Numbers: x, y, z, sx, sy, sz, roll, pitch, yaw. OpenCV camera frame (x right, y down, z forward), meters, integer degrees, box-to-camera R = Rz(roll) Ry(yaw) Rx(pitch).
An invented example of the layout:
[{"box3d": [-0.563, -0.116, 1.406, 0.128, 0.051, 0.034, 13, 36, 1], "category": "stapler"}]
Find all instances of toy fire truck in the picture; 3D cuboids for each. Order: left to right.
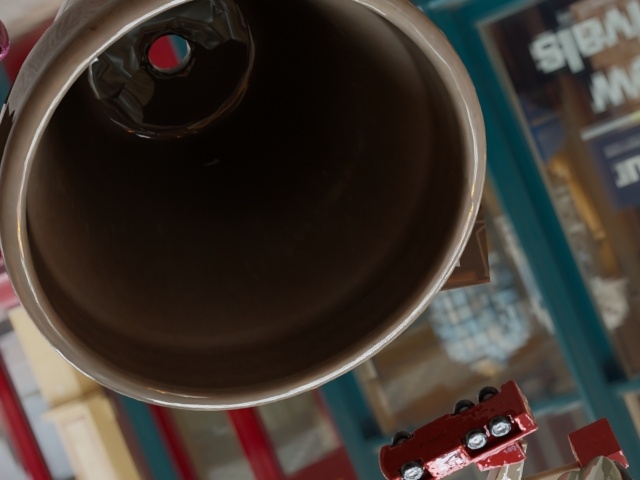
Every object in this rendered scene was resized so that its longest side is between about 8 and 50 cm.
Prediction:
[{"box3d": [0.162, 0.194, 1.464, 0.192, 0.135, 0.047, -29, -143, 9], "category": "toy fire truck"}]

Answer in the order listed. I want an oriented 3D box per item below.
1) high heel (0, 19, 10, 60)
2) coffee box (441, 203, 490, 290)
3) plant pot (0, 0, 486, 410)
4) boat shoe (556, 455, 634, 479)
[{"box3d": [-0.432, -0.212, 1.633, 0.244, 0.082, 0.117, 10, -168, -23], "category": "high heel"}, {"box3d": [0.000, 0.000, 1.368, 0.141, 0.098, 0.246, -7, -178, -42], "category": "coffee box"}, {"box3d": [-0.065, -0.073, 0.945, 0.263, 0.263, 0.229, -22, -147, -5], "category": "plant pot"}, {"box3d": [0.183, 0.170, 1.063, 0.137, 0.043, 0.049, 122, -8, -75], "category": "boat shoe"}]
